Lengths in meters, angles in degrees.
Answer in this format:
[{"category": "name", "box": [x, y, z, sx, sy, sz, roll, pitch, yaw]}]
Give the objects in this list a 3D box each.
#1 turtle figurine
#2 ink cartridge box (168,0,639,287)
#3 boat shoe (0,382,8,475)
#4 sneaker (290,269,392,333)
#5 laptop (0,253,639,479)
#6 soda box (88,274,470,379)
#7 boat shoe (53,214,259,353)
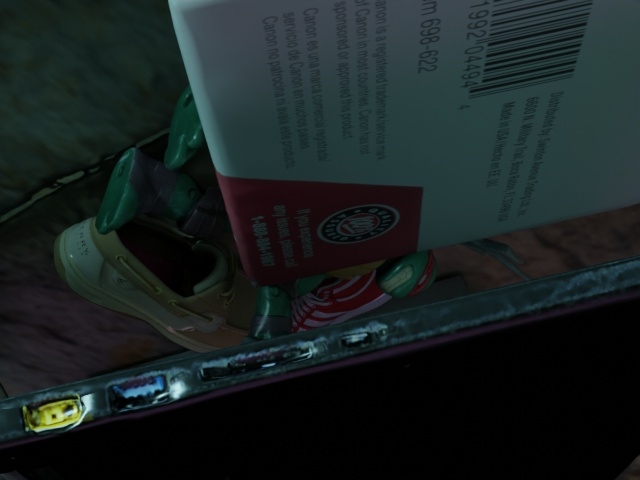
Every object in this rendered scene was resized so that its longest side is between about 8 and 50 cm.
[{"category": "turtle figurine", "box": [0.000, 0.000, 0.762, 0.234, 0.118, 0.175, 27, 117, -25]}, {"category": "ink cartridge box", "box": [0.131, -0.132, 0.537, 0.385, 0.160, 0.279, -12, 159, -3]}, {"category": "boat shoe", "box": [-0.394, 0.210, 0.895, 0.187, 0.156, 0.500, 26, 122, -37]}, {"category": "sneaker", "box": [-0.009, 0.039, 0.877, 0.118, 0.042, 0.067, -34, 145, 15]}, {"category": "laptop", "box": [-0.064, 0.013, 0.588, 0.408, 0.236, 0.382, -13, 160, -3]}, {"category": "soda box", "box": [-0.017, 0.121, 0.942, 0.286, 0.098, 0.091, -16, 146, 4]}, {"category": "boat shoe", "box": [-0.081, 0.026, 0.815, 0.170, 0.063, 0.059, 22, 138, -39]}]
